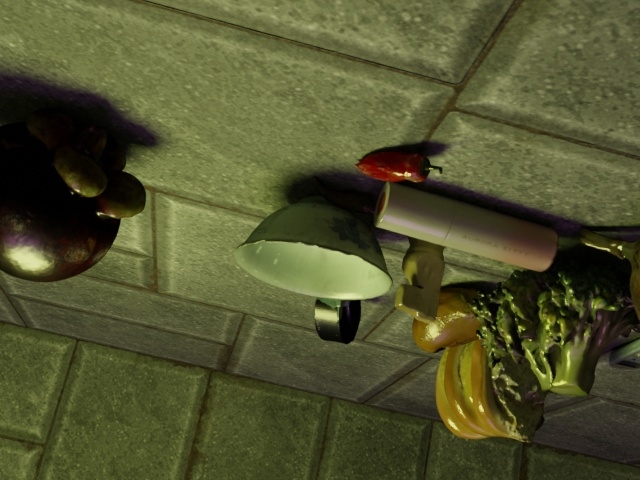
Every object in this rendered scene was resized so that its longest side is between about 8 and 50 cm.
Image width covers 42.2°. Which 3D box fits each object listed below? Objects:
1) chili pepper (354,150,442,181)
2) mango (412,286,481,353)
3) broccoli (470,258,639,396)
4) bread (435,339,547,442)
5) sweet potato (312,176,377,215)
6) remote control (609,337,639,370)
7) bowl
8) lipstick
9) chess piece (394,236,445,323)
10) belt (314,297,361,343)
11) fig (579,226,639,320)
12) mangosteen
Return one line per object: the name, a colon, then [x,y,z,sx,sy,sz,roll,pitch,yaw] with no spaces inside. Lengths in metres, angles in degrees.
chili pepper: [0.130,-0.123,1.376,0.191,0.050,0.059,9,165,44]
mango: [0.305,0.184,1.937,0.151,0.156,0.249,52,151,-2]
broccoli: [0.470,0.143,1.626,0.334,0.272,0.324,-10,134,39]
bread: [0.403,0.324,2.023,0.211,0.315,0.270,29,159,-32]
sweet potato: [0.052,-0.078,1.552,0.153,0.038,0.041,22,134,-5]
remote control: [0.794,0.278,2.054,0.087,0.047,0.244,10,159,-4]
bowl: [0.000,0.000,1.624,0.314,0.146,0.313,11,160,4]
lipstick: [0.264,-0.024,1.504,0.327,0.087,0.087,15,159,-10]
chess piece: [0.196,0.053,1.577,0.090,0.200,0.090,10,158,4]
belt: [0.046,0.168,2.030,0.078,0.151,0.198,8,150,21]
fig: [0.587,0.037,1.378,0.369,0.286,0.286,35,178,41]
mangosteen: [-0.485,-0.089,1.499,0.347,0.306,0.307,-34,140,19]
